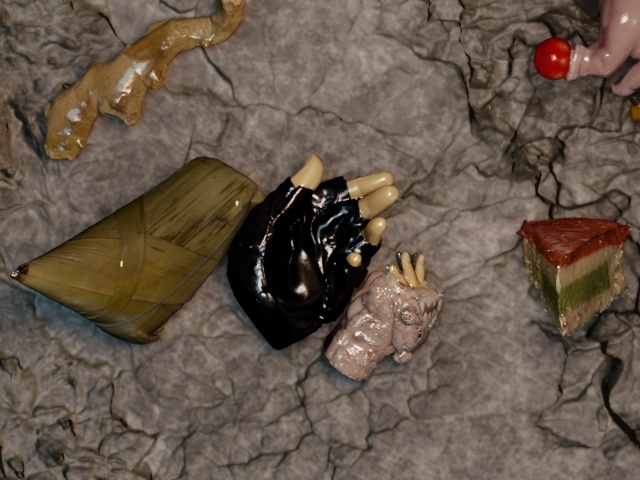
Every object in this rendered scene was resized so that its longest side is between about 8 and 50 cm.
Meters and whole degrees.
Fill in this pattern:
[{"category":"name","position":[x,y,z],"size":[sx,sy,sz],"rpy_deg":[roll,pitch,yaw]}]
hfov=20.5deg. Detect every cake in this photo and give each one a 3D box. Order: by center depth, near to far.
[{"category":"cake","position":[0.277,0.030,1.811],"size":[0.116,0.220,0.086],"rpy_deg":[-7,101,-3]}]

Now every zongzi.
[{"category":"zongzi","position":[-0.191,-0.012,1.843],"size":[0.115,0.256,0.228],"rpy_deg":[40,92,31]}]

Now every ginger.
[{"category":"ginger","position":[-0.191,-0.184,1.929],"size":[0.288,0.075,0.089],"rpy_deg":[-33,63,9]}]

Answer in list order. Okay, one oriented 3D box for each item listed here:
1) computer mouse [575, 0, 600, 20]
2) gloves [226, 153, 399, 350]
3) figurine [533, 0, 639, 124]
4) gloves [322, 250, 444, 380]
[{"category":"computer mouse","position":[0.329,-0.326,1.881],"size":[0.105,0.062,0.192],"rpy_deg":[18,89,4]},{"category":"gloves","position":[0.000,0.000,1.886],"size":[0.203,0.124,0.164],"rpy_deg":[-35,104,-15]},{"category":"figurine","position":[0.361,-0.214,1.828],"size":[0.287,0.176,0.186],"rpy_deg":[10,135,-12]},{"category":"gloves","position":[0.069,0.087,1.885],"size":[0.094,0.110,0.144],"rpy_deg":[46,123,-3]}]
